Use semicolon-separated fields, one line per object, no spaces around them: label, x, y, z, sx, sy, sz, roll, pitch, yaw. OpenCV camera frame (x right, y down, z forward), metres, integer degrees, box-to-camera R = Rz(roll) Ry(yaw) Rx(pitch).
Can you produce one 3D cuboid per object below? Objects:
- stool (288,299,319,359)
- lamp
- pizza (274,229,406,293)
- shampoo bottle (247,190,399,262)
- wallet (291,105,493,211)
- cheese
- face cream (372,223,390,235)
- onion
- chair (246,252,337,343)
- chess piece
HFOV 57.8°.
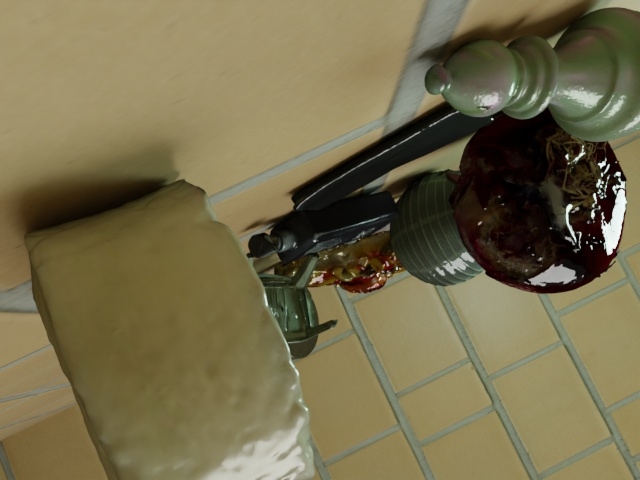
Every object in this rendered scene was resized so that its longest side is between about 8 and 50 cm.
stool;-0.159;0.216;1.443;0.264;0.179;0.179;-14;-179;35
lamp;0.259;-0.029;1.155;0.233;0.233;0.265;-30;164;31
pizza;0.077;0.078;1.498;0.406;0.130;0.440;-10;169;-15
shampoo bottle;0.004;-0.022;0.975;0.309;0.071;0.098;-15;170;-46
wallet;0.097;-0.114;0.798;0.285;0.030;0.146;-27;176;18
cheese;-0.147;0.114;0.539;0.153;0.292;0.332;-24;178;-22
face cream;0.154;-0.014;1.592;0.084;0.057;0.198;-24;170;-7
onion;0.350;-0.060;0.949;0.314;0.314;0.232;-23;178;-22
chair;-0.094;0.121;1.204;0.203;0.191;0.275;1;160;-15
chess piece;0.214;-0.163;0.579;0.271;0.139;0.139;-9;166;-27
